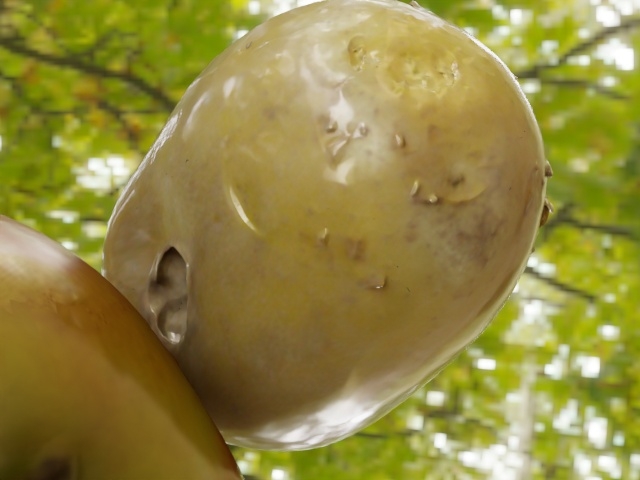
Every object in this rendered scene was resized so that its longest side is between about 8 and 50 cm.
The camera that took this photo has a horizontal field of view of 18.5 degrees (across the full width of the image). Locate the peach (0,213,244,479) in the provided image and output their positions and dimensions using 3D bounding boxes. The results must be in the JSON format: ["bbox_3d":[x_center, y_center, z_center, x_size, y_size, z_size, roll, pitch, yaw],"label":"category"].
[{"bbox_3d":[-0.207,0.168,0.739,0.388,0.388,0.388,-4,-85,-54],"label":"peach"}]

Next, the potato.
[{"bbox_3d":[0.000,0.000,0.816,0.146,0.234,0.150,17,-127,-23],"label":"potato"}]
